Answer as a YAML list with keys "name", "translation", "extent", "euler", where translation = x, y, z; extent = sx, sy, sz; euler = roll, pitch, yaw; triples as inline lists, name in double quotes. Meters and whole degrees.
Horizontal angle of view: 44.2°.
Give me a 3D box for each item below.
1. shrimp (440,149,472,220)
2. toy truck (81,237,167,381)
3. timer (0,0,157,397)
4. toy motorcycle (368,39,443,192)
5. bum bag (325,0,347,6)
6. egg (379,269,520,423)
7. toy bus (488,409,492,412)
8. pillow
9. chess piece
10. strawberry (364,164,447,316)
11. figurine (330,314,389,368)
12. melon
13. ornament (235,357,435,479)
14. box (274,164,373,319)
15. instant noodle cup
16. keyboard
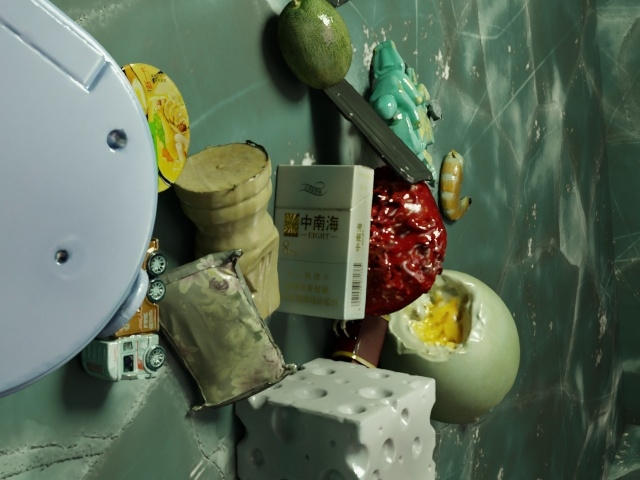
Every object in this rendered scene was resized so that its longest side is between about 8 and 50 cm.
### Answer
- name: "shrimp"
  translation: [0.327, -0.126, 1.849]
  extent: [0.166, 0.049, 0.161]
  euler: [4, 93, -58]
- name: "toy truck"
  translation: [-0.255, 0.087, 0.962]
  extent: [0.115, 0.080, 0.178]
  euler: [-7, 98, -51]
- name: "timer"
  translation: [-0.324, -0.034, 0.706]
  extent: [0.394, 0.173, 0.395]
  euler: [-5, 98, -38]
- name: "toy motorcycle"
  translation: [0.149, -0.239, 1.490]
  extent: [0.198, 0.109, 0.297]
  euler: [35, 43, -50]
- name: "bum bag"
  translation: [0.029, -0.528, 1.342]
  extent: [0.123, 0.060, 0.248]
  euler: [-48, 133, -48]
- name: "egg"
  translation: [0.261, 0.223, 1.580]
  extent: [0.278, 0.278, 0.336]
  euler: [-67, 147, -26]
- name: "toy bus"
  translation: [0.344, 0.311, 1.871]
  extent: [0.091, 0.109, 0.262]
  euler: [-60, 138, -24]
- name: "pillow"
  translation: [-0.142, 0.126, 1.109]
  extent: [0.059, 0.169, 0.255]
  euler: [-112, -179, -58]
- name: "chess piece"
  translation: [-0.118, 0.013, 1.146]
  extent: [0.137, 0.137, 0.301]
  euler: [-51, 144, -41]
- name: "strawberry"
  translation: [0.096, 0.003, 1.377]
  extent: [0.220, 0.274, 0.274]
  euler: [3, 91, -20]
- name: "figurine"
  translation: [0.058, 0.184, 1.440]
  extent: [0.098, 0.082, 0.154]
  euler: [48, 47, -33]
- name: "melon"
  translation: [-0.010, -0.319, 1.258]
  extent: [0.167, 0.114, 0.114]
  euler: [58, 48, -42]
- name: "ornament"
  translation: [0.029, 0.347, 1.272]
  extent: [0.239, 0.239, 0.240]
  euler: [-12, 103, -55]
- name: "box"
  translation: [0.000, 0.000, 1.272]
  extent: [0.067, 0.155, 0.243]
  euler: [3, 90, -58]
- name: "instant noodle cup"
  translation: [-0.245, -0.128, 0.917]
  extent: [0.151, 0.122, 0.152]
  euler: [-15, 108, -56]
- name: "keyboard"
  translation: [0.088, -0.193, 1.348]
  extent: [0.016, 0.262, 0.106]
  euler: [-49, 161, 28]
